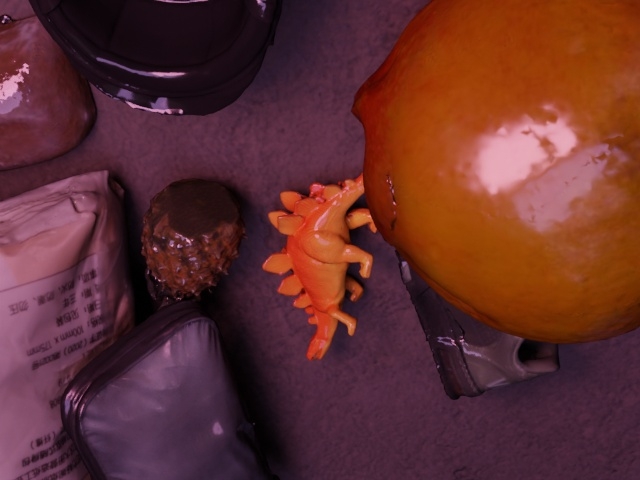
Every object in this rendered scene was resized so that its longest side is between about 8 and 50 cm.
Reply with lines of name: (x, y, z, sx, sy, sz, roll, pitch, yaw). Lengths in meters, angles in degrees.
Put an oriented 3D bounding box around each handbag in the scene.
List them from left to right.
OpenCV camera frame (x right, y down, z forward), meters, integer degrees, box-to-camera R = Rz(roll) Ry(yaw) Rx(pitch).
handbag: (-0.144, 0.231, 1.583, 0.075, 0.191, 0.332, 23, 143, 45)

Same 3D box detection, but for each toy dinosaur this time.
toy dinosaur: (0.000, 0.000, 1.542, 0.117, 0.070, 0.288, 12, 120, 2)

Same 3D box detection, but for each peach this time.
peach: (0.210, -0.084, 1.308, 0.373, 0.290, 0.372, -1, 125, -1)

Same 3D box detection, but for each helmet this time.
helmet: (-0.137, -0.259, 1.335, 0.230, 0.160, 0.279, 3, 138, 8)

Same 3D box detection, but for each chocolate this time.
chocolate: (-0.358, -0.126, 1.506, 0.261, 0.083, 0.161, -12, 122, 16)

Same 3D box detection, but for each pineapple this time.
pineapple: (-0.140, 0.028, 1.568, 0.108, 0.108, 0.197, 16, 134, -1)

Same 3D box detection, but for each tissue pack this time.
tissue pack: (-0.342, 0.147, 1.517, 0.375, 0.195, 0.390, -14, 113, -28)

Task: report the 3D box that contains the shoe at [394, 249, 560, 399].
shoe: (0.163, 0.031, 1.514, 0.149, 0.109, 0.293, -12, 124, 13)
